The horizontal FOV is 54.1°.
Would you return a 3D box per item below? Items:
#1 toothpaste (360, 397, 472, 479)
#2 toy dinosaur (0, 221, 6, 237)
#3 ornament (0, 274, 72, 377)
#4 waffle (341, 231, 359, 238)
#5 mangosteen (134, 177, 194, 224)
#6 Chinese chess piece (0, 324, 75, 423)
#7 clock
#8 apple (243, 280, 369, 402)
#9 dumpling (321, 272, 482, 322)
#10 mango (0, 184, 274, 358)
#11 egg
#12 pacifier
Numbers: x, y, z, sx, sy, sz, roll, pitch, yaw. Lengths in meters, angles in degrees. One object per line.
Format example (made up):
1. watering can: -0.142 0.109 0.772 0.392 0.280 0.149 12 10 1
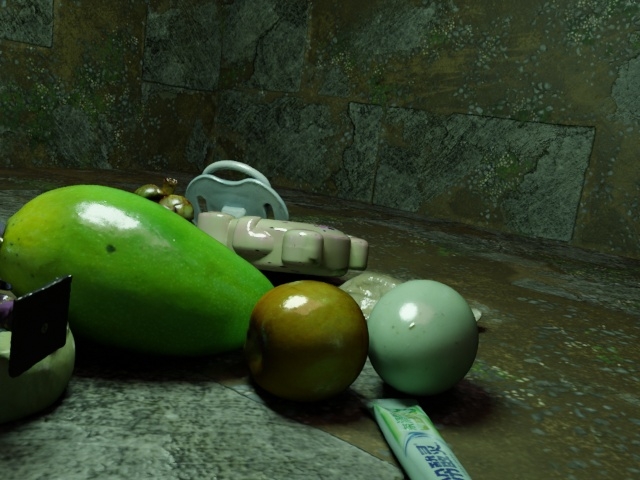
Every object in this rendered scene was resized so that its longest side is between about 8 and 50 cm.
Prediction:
1. toothpaste: 0.106 0.219 0.635 0.074 0.048 0.297 3 7 -8
2. toy dinosaur: -0.457 -0.005 0.775 0.383 0.130 0.330 -4 -18 -42
3. ornament: -0.354 0.067 0.618 0.203 0.081 0.088 8 15 10
4. waffle: 0.001 -0.003 1.724 0.204 0.054 0.223 -1 12 -39
5. mangosteen: -0.330 -0.030 1.249 0.199 0.200 0.200 7 10 -1
6. Chinese chess piece: -0.368 0.127 0.682 0.188 0.083 0.188 9 14 -2
7. clock: -0.077 0.011 1.315 0.309 0.114 0.284 5 -4 37
8. apple: -0.024 0.122 0.786 0.147 0.147 0.163 -7 20 -41
9. dumpling: 0.127 0.105 1.162 0.332 0.086 0.166 6 7 19
10. mango: -0.237 0.049 0.857 0.381 0.201 0.225 17 7 -11
11. egg: 0.134 0.129 0.837 0.149 0.150 0.192 11 16 17
12. pacifier: -0.224 -0.056 1.524 0.287 0.239 0.226 8 40 15
